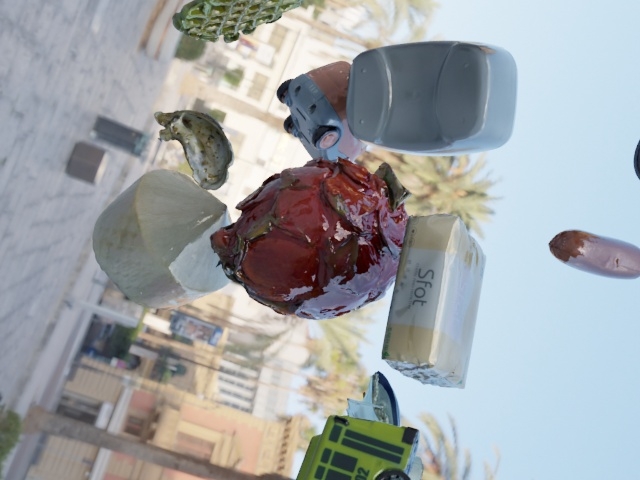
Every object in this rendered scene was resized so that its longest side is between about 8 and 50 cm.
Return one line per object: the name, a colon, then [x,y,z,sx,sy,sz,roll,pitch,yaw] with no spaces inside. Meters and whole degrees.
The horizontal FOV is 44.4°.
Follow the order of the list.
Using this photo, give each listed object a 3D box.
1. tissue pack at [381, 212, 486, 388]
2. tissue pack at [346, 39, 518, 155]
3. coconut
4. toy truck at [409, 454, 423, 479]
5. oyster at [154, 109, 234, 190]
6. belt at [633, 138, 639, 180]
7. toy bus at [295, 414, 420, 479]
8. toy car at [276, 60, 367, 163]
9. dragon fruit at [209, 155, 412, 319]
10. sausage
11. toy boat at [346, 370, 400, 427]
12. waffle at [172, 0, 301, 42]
tissue pack: [0.168,0.088,1.115,0.186,0.090,0.222,42,59,-56]
tissue pack: [0.237,-0.288,1.607,0.236,0.333,0.229,-4,98,-57]
coconut: [-0.316,-0.008,1.681,0.329,0.329,0.328,-159,-90,-78]
toy truck: [0.110,0.428,1.502,0.088,0.202,0.074,-7,-116,58]
oyster: [-0.125,-0.087,0.772,0.038,0.081,0.083,120,-28,-75]
belt: [0.547,-0.132,1.142,0.190,0.082,0.141,-51,-136,-5]
toy bus: [0.030,0.351,0.970,0.128,0.150,0.262,86,23,-55]
toy car: [0.038,-0.290,1.806,0.212,0.180,0.270,-31,154,-10]
dragon fruit: [0.000,0.000,1.327,0.343,0.277,0.277,-31,-163,3]
sausage: [0.475,0.025,1.333,0.077,0.194,0.077,-168,-90,-69]
toy boat: [0.117,0.384,1.700,0.291,0.067,0.220,39,43,-66]
waffle: [-0.101,-0.317,1.053,0.184,0.036,0.169,-22,176,26]
